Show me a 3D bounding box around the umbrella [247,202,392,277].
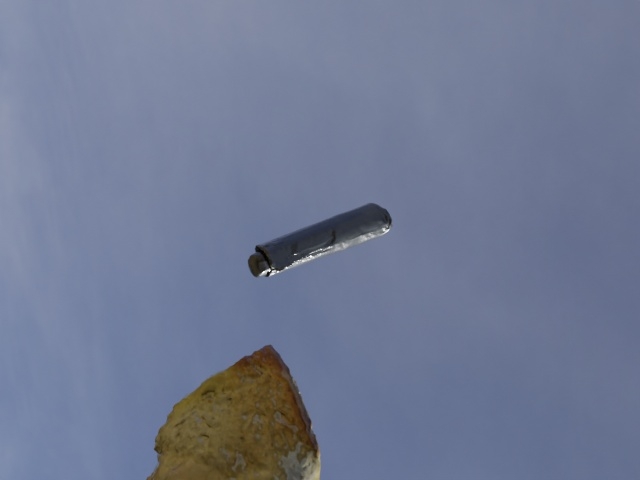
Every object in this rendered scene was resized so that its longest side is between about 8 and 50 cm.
[{"bbox_3d":[-0.001,0.000,0.954,0.036,0.133,0.031,-28,-97,62],"label":"umbrella"}]

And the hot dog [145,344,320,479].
[{"bbox_3d":[-0.046,0.127,0.467,0.078,0.169,0.061,23,-27,3],"label":"hot dog"}]
